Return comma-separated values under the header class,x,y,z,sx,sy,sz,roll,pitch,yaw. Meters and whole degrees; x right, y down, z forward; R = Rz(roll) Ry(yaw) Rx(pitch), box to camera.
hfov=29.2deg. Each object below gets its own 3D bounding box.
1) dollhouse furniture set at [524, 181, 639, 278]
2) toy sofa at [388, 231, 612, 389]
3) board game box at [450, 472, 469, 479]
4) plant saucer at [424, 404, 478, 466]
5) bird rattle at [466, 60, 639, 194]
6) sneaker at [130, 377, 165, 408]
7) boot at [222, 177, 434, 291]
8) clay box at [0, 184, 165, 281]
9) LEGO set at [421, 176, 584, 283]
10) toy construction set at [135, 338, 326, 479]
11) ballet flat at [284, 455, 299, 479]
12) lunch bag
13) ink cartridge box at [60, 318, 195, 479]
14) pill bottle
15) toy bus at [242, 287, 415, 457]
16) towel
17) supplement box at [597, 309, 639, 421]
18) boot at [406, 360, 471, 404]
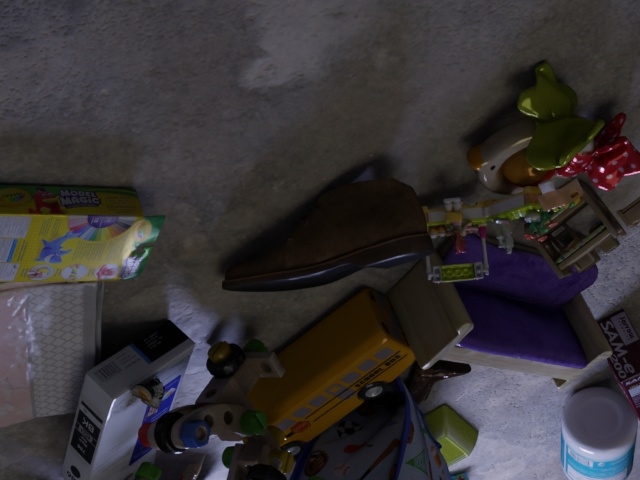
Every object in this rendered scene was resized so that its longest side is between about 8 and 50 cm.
class,x,y,z,sx,sy,sz,roll,pitch,yaw
dollhouse furniture set,0.424,-0.041,1.861,0.182,0.101,0.161,-40,166,22
toy sofa,0.302,0.112,1.913,0.363,0.150,0.177,13,133,-40
board game box,0.194,0.555,2.533,0.212,0.039,0.160,-10,143,-16
plant saucer,0.198,0.401,2.327,0.188,0.045,0.188,-31,145,12
bird rattle,0.310,-0.130,1.665,0.207,0.143,0.253,-25,160,23
sneaker,-0.234,0.202,1.671,0.032,0.037,0.083,21,164,13
boot,0.000,0.000,1.660,0.305,0.115,0.112,-16,171,21
clay box,-0.313,-0.007,1.500,0.222,0.053,0.127,0,139,-31
LEGO set,0.228,-0.007,1.674,0.287,0.107,0.132,-9,170,23
toy construction set,-0.139,0.288,1.828,0.257,0.237,0.309,37,140,-13
ballet flat,-0.082,0.460,2.212,0.096,0.095,0.280,17,129,-32
lunch bag,0.091,0.448,2.058,0.239,0.385,0.328,3,145,28
ink cartridge box,-0.292,0.269,1.809,0.165,0.065,0.332,-34,156,-42
pill bottle,0.553,0.410,2.447,0.146,0.146,0.264,-20,146,-3
toy bus,-0.005,0.219,1.920,0.333,0.108,0.130,-38,142,21
towel,-0.450,0.159,1.645,0.317,0.053,0.331,-9,142,-18
supplement box,0.575,0.238,2.247,0.073,0.130,0.239,-28,144,8
boot,0.197,0.249,2.132,0.106,0.037,0.114,4,135,-14
